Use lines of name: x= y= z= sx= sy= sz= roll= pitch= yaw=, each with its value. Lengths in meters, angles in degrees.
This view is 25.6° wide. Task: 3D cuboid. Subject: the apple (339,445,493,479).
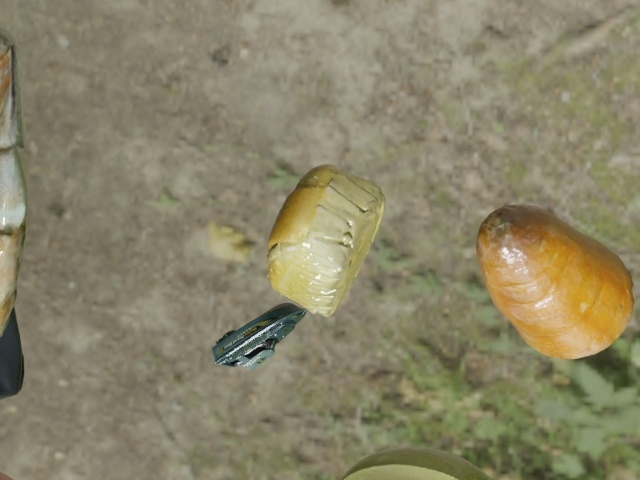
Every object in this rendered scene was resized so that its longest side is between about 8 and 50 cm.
apple: x=0.140 y=0.435 z=1.987 sx=0.254 sy=0.292 sz=0.292 roll=0 pitch=146 yaw=19

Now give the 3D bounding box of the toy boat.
toy boat: x=-0.076 y=0.126 z=1.883 sx=0.141 sy=0.060 sz=0.055 roll=-34 pitch=159 yaw=16

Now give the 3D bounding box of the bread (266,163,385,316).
bread: x=0.000 y=0.000 z=1.620 sx=0.106 sy=0.140 sz=0.236 roll=26 pitch=161 yaw=5

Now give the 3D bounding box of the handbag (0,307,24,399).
handbag: x=-0.479 y=0.065 z=1.513 sx=0.301 sy=0.178 sz=0.275 roll=6 pitch=109 yaw=34

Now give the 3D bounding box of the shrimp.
shrimp: x=-0.273 y=-0.062 z=1.121 sx=0.085 sy=0.360 sz=0.247 roll=8 pitch=117 yaw=-22

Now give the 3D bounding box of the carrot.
carrot: x=0.265 y=0.028 z=1.688 sx=0.159 sy=0.159 sz=0.225 roll=-13 pitch=147 yaw=26

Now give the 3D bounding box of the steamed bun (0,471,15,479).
steamed bun: x=-0.438 y=0.373 z=1.591 sx=0.374 sy=0.241 sz=0.374 roll=8 pitch=139 yaw=7
